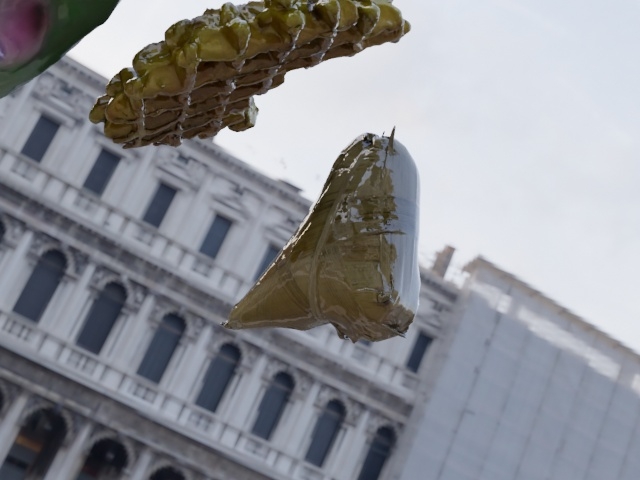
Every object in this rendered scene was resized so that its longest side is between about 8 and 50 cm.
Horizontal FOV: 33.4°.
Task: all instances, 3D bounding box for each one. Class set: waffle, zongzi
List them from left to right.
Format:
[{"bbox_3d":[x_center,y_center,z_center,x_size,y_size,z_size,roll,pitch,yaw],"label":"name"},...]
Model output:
[{"bbox_3d":[-0.077,-0.164,0.993,0.293,0.069,0.259,-27,-8,35],"label":"waffle"},{"bbox_3d":[0.000,0.000,1.013,0.197,0.195,0.099,-5,-25,27],"label":"zongzi"}]

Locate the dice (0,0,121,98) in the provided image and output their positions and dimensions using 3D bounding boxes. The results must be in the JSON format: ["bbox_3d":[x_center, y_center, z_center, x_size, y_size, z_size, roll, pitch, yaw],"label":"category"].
[{"bbox_3d":[-0.350,-0.330,0.907,0.318,0.322,0.330,30,-15,34],"label":"dice"}]
